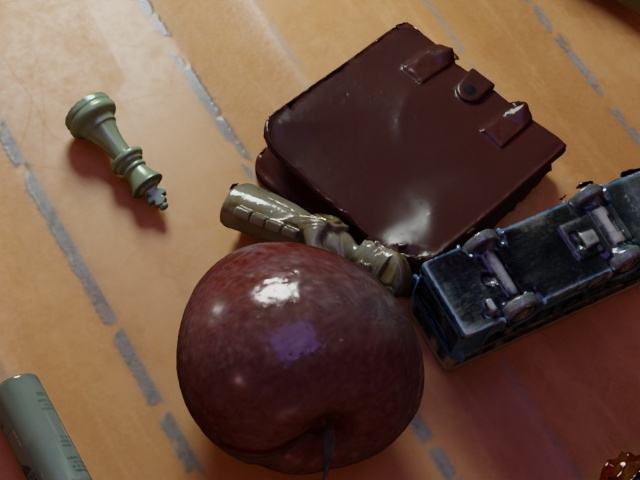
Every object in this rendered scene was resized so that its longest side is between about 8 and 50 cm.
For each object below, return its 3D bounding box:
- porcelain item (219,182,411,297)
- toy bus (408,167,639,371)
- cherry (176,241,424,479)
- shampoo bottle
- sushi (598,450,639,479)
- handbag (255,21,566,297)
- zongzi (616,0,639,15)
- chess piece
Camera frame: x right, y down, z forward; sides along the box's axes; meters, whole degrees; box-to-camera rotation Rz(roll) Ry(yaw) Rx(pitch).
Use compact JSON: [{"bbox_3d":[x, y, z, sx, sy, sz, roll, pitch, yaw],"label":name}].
[{"bbox_3d":[0.000,0.000,1.654,0.213,0.054,0.084,23,14,24],"label":"porcelain item"},{"bbox_3d":[0.239,0.030,1.675,0.297,0.131,0.106,-22,69,-22],"label":"toy bus"},{"bbox_3d":[-0.018,0.116,1.523,0.236,0.213,0.285,32,26,-35],"label":"cherry"},{"bbox_3d":[-0.252,0.218,1.510,0.056,0.056,0.195,-23,64,-23],"label":"shampoo bottle"},{"bbox_3d":[0.357,0.256,1.517,0.182,0.196,0.343,45,61,9],"label":"sushi"},{"bbox_3d":[0.096,-0.098,1.764,0.260,0.084,0.275,41,59,18],"label":"handbag"},{"bbox_3d":[0.398,-0.391,1.987,0.256,0.115,0.228,39,55,7],"label":"zongzi"},{"bbox_3d":[-0.213,-0.089,1.715,0.059,0.059,0.149,-31,73,-26],"label":"chess piece"}]
